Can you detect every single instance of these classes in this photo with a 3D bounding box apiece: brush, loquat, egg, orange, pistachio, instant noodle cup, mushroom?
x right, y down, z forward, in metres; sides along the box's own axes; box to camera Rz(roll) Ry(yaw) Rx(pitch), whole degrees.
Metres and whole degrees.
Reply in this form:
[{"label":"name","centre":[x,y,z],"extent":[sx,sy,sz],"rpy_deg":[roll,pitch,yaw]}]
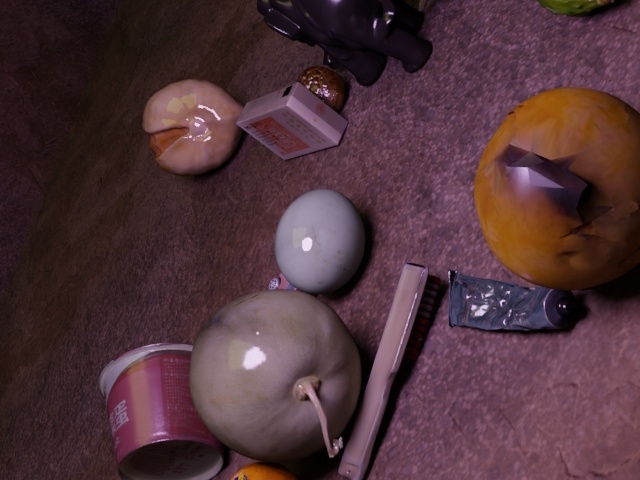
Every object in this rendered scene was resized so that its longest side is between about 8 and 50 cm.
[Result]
[{"label":"brush","centre":[0.101,0.190,1.484],"extent":[0.060,0.050,0.321],"rpy_deg":[11,81,58]},{"label":"loquat","centre":[0.295,-0.058,1.202],"extent":[0.235,0.235,0.235],"rpy_deg":[-39,34,33]},{"label":"egg","centre":[0.000,0.000,1.713],"extent":[0.149,0.149,0.192],"rpy_deg":[-32,31,41]},{"label":"orange","centre":[-0.087,0.390,1.521],"extent":[0.135,0.117,0.136],"rpy_deg":[-27,38,23]},{"label":"pistachio","centre":[-0.292,-0.264,2.404],"extent":[0.309,0.230,0.230],"rpy_deg":[-3,60,62]},{"label":"instant noodle cup","centre":[-0.262,0.310,1.785],"extent":[0.235,0.234,0.178],"rpy_deg":[-41,41,31]},{"label":"mushroom","centre":[-0.004,-0.294,2.071],"extent":[0.126,0.085,0.109],"rpy_deg":[1,60,43]}]

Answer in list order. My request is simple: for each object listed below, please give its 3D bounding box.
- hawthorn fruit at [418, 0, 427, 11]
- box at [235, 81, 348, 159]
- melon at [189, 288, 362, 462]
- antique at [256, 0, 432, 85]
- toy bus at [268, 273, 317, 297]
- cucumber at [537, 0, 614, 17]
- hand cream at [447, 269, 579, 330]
[{"label":"hawthorn fruit","centre":[0.217,-0.519,1.850],"extent":[0.199,0.199,0.251],"rpy_deg":[-98,17,-50]},{"label":"box","centre":[-0.057,-0.232,2.042],"extent":[0.201,0.141,0.058],"rpy_deg":[-6,53,55]},{"label":"melon","centre":[-0.071,0.198,1.535],"extent":[0.308,0.271,0.272],"rpy_deg":[-33,37,54]},{"label":"antique","centre":[0.038,-0.426,1.940],"extent":[0.322,0.255,0.185],"rpy_deg":[1,66,57]},{"label":"toy bus","centre":[-0.073,0.129,1.802],"extent":[0.192,0.065,0.077],"rpy_deg":[-58,35,5]},{"label":"cucumber","centre":[0.365,-0.399,1.539],"extent":[0.134,0.134,0.244],"rpy_deg":[-50,34,18]},{"label":"hand cream","centre":[0.238,0.080,1.347],"extent":[0.248,0.052,0.075],"rpy_deg":[2,65,59]}]
